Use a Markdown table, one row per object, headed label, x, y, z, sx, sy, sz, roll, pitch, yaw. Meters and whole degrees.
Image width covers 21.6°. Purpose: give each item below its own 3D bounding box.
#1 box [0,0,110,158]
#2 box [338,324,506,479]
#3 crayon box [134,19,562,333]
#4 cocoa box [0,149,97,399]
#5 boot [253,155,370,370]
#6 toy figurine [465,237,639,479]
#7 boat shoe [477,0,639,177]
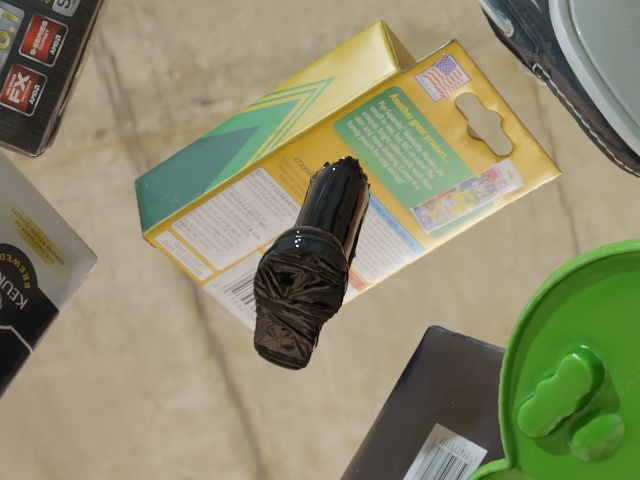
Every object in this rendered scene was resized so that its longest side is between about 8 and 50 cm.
| label | x | y | z | sx | sy | sz | roll | pitch | yaw |
| --- | --- | --- | --- | --- | --- | --- | --- | --- | --- |
| box | -0.137 | -0.169 | 0.584 | 0.056 | 0.183 | 0.231 | -120 | 54 | -82 |
| box | 0.182 | 0.210 | 0.870 | 0.179 | 0.312 | 0.343 | -59 | 10 | -4 |
| crayon box | 0.024 | -0.056 | 1.497 | 0.203 | 0.323 | 0.083 | 45 | -160 | -40 |
| cocoa box | -0.377 | -0.011 | 1.143 | 0.347 | 0.231 | 0.228 | 51 | -130 | -27 |
| boot | 0.001 | 0.000 | 0.847 | 0.121 | 0.045 | 0.099 | 105 | -174 | -58 |
| toy figurine | 0.142 | 0.051 | 0.530 | 0.159 | 0.173 | 0.130 | -25 | -108 | -44 |
| boat shoe | 0.157 | -0.157 | 1.084 | 0.114 | 0.091 | 0.302 | -4 | -119 | -30 |
